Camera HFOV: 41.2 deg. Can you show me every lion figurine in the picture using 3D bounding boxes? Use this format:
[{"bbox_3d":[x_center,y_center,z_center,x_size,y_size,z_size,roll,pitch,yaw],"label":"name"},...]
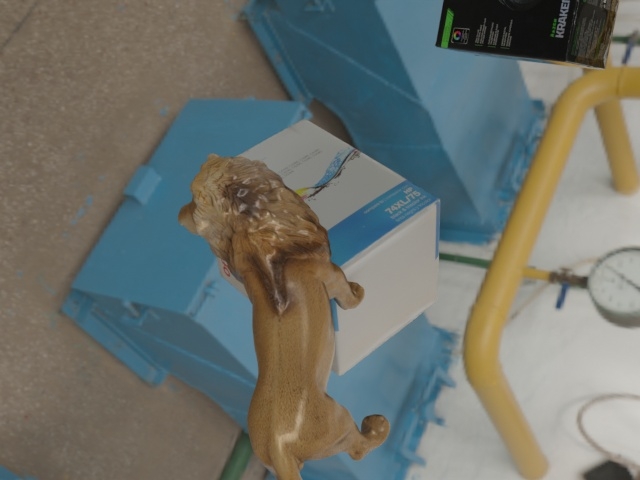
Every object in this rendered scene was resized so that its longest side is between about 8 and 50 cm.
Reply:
[{"bbox_3d":[-0.029,0.109,0.861,0.240,0.142,0.392,48,22,-57],"label":"lion figurine"}]

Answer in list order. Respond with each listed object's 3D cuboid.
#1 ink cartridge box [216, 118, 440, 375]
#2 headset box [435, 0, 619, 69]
[{"bbox_3d":[0.000,0.000,1.177,0.197,0.270,0.198,-34,140,-27],"label":"ink cartridge box"},{"bbox_3d":[0.342,-0.425,1.415,0.131,0.283,0.246,-2,107,-44],"label":"headset box"}]
